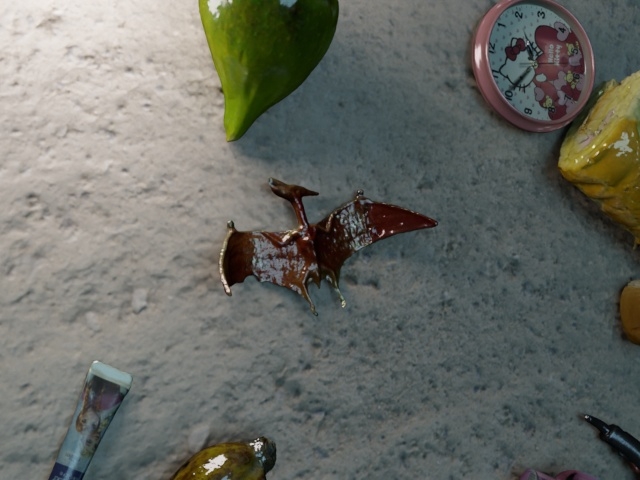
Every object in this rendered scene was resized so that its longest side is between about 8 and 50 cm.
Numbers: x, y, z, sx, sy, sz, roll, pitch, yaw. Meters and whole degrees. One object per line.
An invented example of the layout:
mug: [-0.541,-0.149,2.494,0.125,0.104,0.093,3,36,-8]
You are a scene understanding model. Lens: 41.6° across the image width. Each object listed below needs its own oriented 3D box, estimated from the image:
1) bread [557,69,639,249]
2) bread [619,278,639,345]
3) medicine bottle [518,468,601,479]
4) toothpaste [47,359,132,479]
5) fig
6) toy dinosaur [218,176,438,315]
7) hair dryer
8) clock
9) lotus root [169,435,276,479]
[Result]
bread: [0.603,-0.095,1.484,0.375,0.165,0.236,37,70,-18]
bread: [0.584,0.133,1.490,0.082,0.106,0.125,-11,94,-31]
medicine bottle: [0.414,0.444,1.371,0.188,0.094,0.119,25,44,-5]
toothpaste: [-0.316,0.267,1.108,0.062,0.037,0.216,28,70,-19]
fig: [-0.086,-0.266,1.187,0.206,0.206,0.275,9,103,-24]
toy dinosaur: [0.007,0.007,1.235,0.327,0.113,0.206,12,81,-25]
hair dryer: [0.531,0.409,1.476,0.235,0.091,0.271,-43,91,-11]
clock: [0.369,-0.305,1.453,0.244,0.056,0.244,2,85,-21]
lotus root: [-0.142,0.342,1.139,0.209,0.120,0.120,-40,102,-23]
